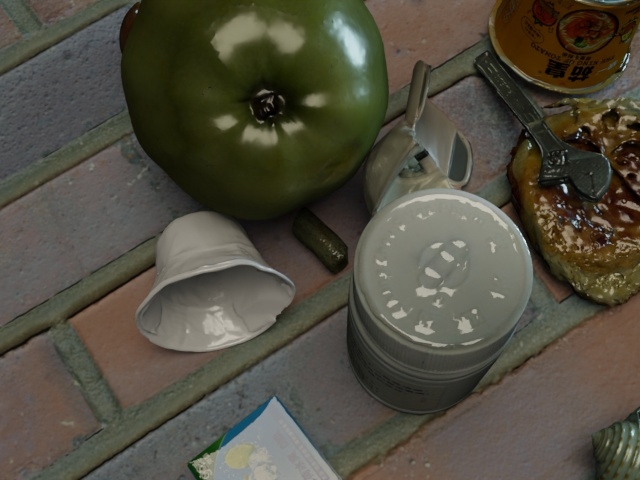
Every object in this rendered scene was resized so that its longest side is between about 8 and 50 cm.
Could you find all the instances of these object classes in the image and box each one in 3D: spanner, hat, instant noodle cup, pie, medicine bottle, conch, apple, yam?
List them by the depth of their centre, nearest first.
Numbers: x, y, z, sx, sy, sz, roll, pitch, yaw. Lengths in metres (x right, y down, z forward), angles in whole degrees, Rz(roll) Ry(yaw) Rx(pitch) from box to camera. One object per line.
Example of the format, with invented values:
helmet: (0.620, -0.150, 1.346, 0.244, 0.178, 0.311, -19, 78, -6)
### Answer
medicine bottle: (0.125, 0.083, 1.085, 0.190, 0.332, 0.190, 0, 70, 0)
conch: (0.397, 0.269, 1.140, 0.153, 0.102, 0.135, 39, 59, -21)
apple: (-0.077, -0.202, 1.171, 0.357, 0.357, 0.357, 0, 70, 0)
hat: (-0.146, 0.042, 1.202, 0.203, 0.203, 0.126, -16, 56, -5)
hat: (0.114, -0.117, 1.253, 0.164, 0.219, 0.226, -25, 50, 12)
pie: (0.399, -0.073, 1.268, 0.308, 0.085, 0.308, -3, 70, 7)
yam: (0.000, 0.000, 1.271, 0.094, 0.043, 0.043, 42, 76, 16)
spanner: (0.292, -0.164, 1.279, 0.093, 0.026, 0.325, -26, 51, 1)
instant noodle cup: (0.361, -0.339, 1.309, 0.215, 0.172, 0.216, 2, 63, -5)

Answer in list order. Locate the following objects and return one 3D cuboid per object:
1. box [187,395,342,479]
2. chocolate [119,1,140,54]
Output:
box: (-0.050, 0.310, 1.142, 0.139, 0.073, 0.194, -37, 74, -12)
chocolate: (-0.227, -0.283, 1.339, 0.127, 0.124, 0.133, -37, 40, -11)
